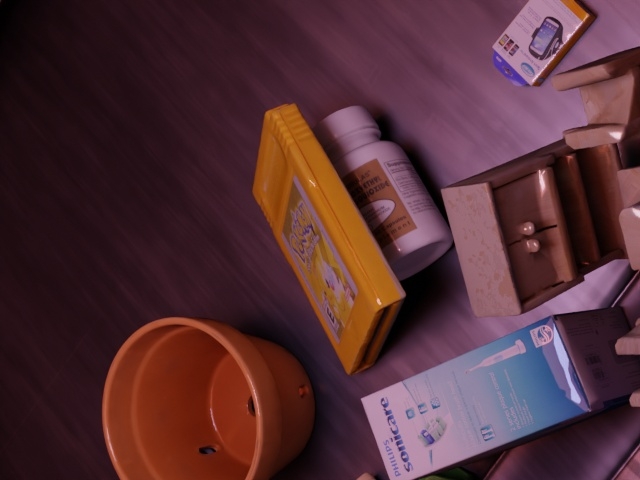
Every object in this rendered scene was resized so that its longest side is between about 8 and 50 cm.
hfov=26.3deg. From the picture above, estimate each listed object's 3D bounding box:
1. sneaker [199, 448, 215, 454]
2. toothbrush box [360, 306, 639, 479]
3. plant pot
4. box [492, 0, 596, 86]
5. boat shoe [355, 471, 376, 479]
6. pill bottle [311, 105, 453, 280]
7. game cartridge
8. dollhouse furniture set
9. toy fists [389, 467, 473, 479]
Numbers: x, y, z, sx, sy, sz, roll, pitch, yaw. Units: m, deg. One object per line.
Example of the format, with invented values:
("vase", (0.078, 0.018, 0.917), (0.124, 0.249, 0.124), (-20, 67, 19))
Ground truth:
("sneaker", (-0.173, 0.419, 2.078), (0.083, 0.098, 0.223), (-42, 68, 27))
("toothbrush box", (0.236, 0.196, 1.729), (0.295, 0.216, 0.126), (-26, 76, 31))
("plant pot", (-0.143, 0.252, 1.993), (0.291, 0.203, 0.291), (0, 90, 34))
("box", (0.288, -0.268, 1.800), (0.081, 0.028, 0.136), (50, 118, 23))
("boat shoe", (0.026, 0.393, 1.972), (0.170, 0.063, 0.059), (-39, 63, 23))
("pill bottle", (0.074, -0.065, 1.884), (0.131, 0.131, 0.229), (-39, 70, 28))
("game cartridge", (0.000, 0.000, 1.879), (0.323, 0.053, 0.285), (59, 163, 18))
("dollhouse furniture set", (0.373, -0.033, 1.475), (0.394, 0.256, 0.362), (-6, 103, 48))
("toy fists", (0.197, 0.397, 1.832), (0.279, 0.096, 0.142), (19, 103, 31))
